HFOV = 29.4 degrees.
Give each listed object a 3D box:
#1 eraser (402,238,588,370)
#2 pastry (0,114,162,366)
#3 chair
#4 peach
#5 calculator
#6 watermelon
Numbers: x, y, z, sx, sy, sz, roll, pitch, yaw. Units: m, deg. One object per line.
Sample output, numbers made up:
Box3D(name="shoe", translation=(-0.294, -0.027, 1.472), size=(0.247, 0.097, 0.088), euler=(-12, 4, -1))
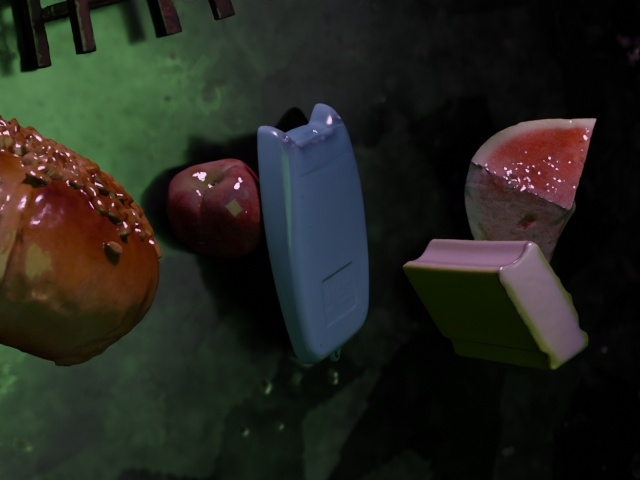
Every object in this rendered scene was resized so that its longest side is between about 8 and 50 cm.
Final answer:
Box3D(name="eraser", translation=(0.273, 0.100, 1.925), size=(0.092, 0.274, 0.210), euler=(-41, 110, -23))
Box3D(name="pastry", translation=(-0.383, -0.015, 1.512), size=(0.410, 0.409, 0.245), euler=(30, 88, -26))
Box3D(name="chair", translation=(-0.306, -0.466, 1.628), size=(0.241, 0.203, 0.416), euler=(-21, 101, -29))
Box3D(name="peach", translation=(-0.143, -0.036, 1.773), size=(0.152, 0.152, 0.152), euler=(-1, 93, -29))
Box3D(name="calculator", translation=(0.000, 0.000, 1.834), size=(0.256, 0.054, 0.386), euler=(-31, 118, -58))
Box3D(name="watermelon", translation=(0.361, -0.079, 2.034), size=(0.256, 0.176, 0.260), euler=(55, 46, -28))
